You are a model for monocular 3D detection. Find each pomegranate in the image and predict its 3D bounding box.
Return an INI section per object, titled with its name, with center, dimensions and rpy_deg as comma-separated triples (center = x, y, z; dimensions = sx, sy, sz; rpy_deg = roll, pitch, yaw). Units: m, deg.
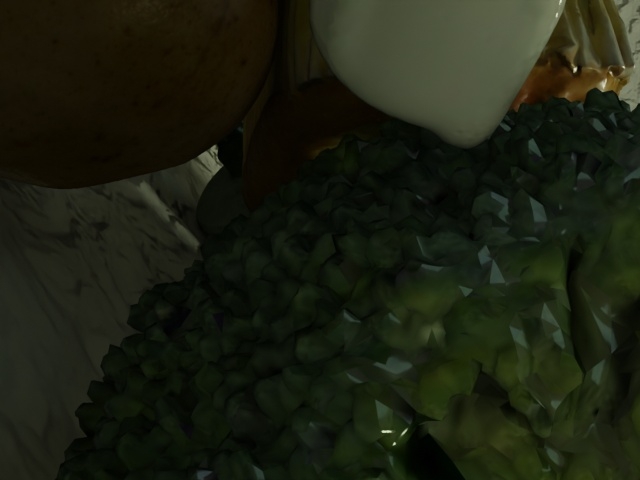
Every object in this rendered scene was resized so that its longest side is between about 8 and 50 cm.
[pomegranate]
center = -0.112, -0.110, 0.545
dimensions = 0.196, 0.196, 0.196
rpy_deg = 54, 12, -17

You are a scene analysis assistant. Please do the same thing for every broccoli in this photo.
[broccoli]
center = 0.075, 0.088, 0.402
dimensions = 0.302, 0.249, 0.375
rpy_deg = 42, 37, 9

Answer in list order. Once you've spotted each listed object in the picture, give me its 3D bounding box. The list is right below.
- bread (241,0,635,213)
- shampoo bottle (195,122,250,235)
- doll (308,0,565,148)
[bread]
center = 0.040, -0.070, 0.650
dimensions = 0.288, 0.152, 0.119
rpy_deg = 130, -42, -75
[shampoo bottle]
center = 0.000, 0.000, 0.850
dimensions = 0.234, 0.118, 0.087
rpy_deg = 49, 39, -31
[doll]
center = -0.105, -0.172, 0.376
dimensions = 0.423, 0.161, 0.348
rpy_deg = 32, 27, 18
